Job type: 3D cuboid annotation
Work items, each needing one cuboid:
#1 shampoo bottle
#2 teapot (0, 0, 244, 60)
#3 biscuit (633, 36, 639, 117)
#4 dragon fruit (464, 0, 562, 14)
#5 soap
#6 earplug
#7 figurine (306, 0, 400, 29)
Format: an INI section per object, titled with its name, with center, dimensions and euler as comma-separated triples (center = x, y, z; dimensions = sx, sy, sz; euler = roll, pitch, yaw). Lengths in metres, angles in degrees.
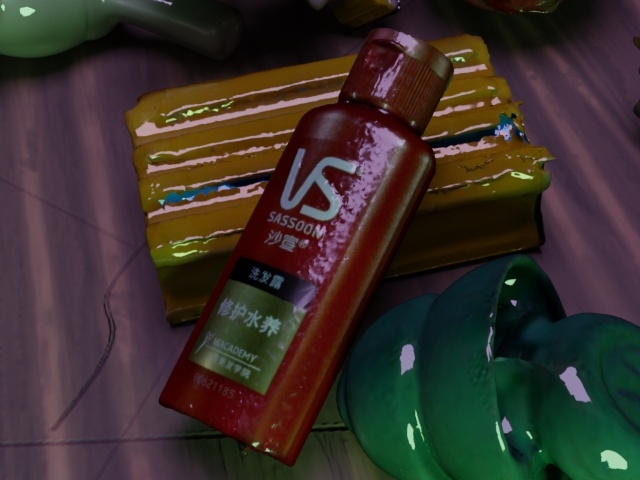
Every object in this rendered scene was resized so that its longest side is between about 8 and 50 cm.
[shampoo bottle]
center = -0.001, 0.000, 0.922
dimensions = 0.118, 0.076, 0.314
euler = 18, 77, 42
[teapot]
center = -0.242, -0.274, 1.309
dimensions = 0.318, 0.149, 0.220
euler = 8, 57, -17
[biscuit]
center = 0.460, -0.192, 1.152
dimensions = 0.268, 0.115, 0.366
euler = 24, 52, 28
[dragon fruit]
center = 0.183, -0.334, 1.254
dimensions = 0.241, 0.241, 0.252
euler = -4, 8, 3
[soap]
center = 0.011, -0.057, 1.076
dimensions = 0.324, 0.096, 0.204
euler = -11, 45, -4
[earplug]
center = 0.139, 0.137, 0.845
dimensions = 0.280, 0.257, 0.164
euler = 0, 3, 30
[figurine]
center = -0.071, -0.295, 1.229
dimensions = 0.308, 0.143, 0.308
euler = 13, 4, -1
